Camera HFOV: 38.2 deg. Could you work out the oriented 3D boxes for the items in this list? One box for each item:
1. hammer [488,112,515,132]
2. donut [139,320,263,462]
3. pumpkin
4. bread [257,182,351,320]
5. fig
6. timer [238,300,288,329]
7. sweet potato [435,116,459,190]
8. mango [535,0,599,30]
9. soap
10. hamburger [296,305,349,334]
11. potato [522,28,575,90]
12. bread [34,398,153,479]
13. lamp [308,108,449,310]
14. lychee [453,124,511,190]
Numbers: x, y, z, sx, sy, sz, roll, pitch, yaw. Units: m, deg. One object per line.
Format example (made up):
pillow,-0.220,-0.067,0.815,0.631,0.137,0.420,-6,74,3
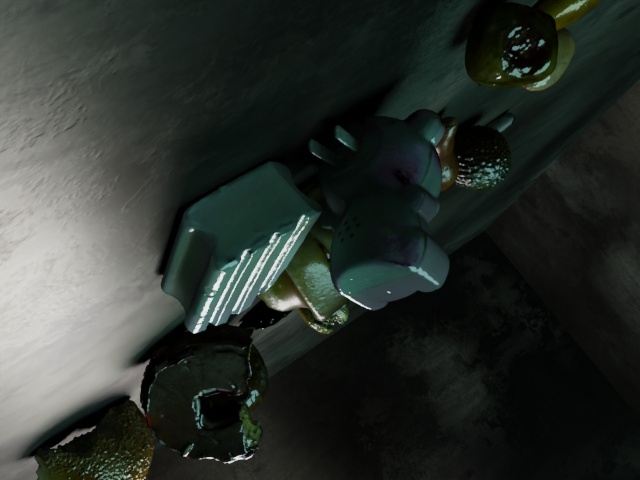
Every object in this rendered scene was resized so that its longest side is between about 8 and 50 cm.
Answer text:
hammer,0.320,-0.198,2.291,0.426,0.044,0.152,-35,168,-22
donut,-0.264,0.339,2.047,0.259,0.345,0.136,-3,-152,-1
pumpkin,-0.231,0.323,2.224,0.219,0.219,0.162,-37,148,-2
bread,0.024,0.015,1.743,0.341,0.210,0.300,-37,166,-18
fig,0.307,-0.313,1.501,0.165,0.144,0.154,-20,-156,53
timer,-0.120,0.185,2.403,0.144,0.055,0.187,-42,168,23
sweet potato,0.251,-0.162,2.031,0.112,0.112,0.359,-37,165,-6
mango,0.440,-0.425,1.689,0.187,0.066,0.101,-32,170,15
soap,-0.141,0.024,1.509,0.208,0.115,0.347,-31,168,-27
hamburger,0.013,0.178,2.541,0.131,0.159,0.185,-41,150,0
potato,0.445,-0.363,1.850,0.147,0.112,0.112,-44,170,-7
bread,-0.498,0.508,2.150,0.171,0.192,0.314,-44,168,34
lamp,0.079,-0.066,1.485,0.247,0.301,0.247,-25,140,39
lychee,0.359,-0.189,2.160,0.171,0.171,0.171,-36,169,-8
